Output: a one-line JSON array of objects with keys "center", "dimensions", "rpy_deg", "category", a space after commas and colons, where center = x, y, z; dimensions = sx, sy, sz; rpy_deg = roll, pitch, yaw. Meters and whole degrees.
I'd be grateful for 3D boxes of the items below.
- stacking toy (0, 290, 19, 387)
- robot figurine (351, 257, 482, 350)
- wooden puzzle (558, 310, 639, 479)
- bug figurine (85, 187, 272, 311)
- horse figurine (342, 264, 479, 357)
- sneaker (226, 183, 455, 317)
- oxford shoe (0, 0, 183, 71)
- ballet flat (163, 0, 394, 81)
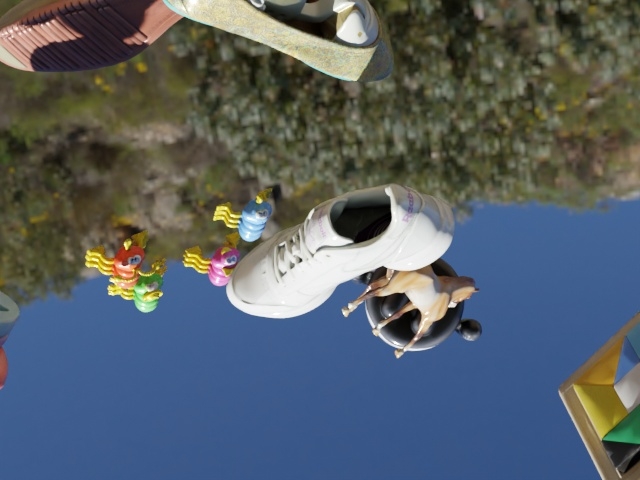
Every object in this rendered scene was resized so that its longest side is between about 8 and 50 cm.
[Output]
[{"center": [-0.534, 0.100, 1.527], "dimensions": [0.309, 0.130, 0.279], "rpy_deg": [17, -164, -20], "category": "stacking toy"}, {"center": [0.163, 0.105, 2.096], "dimensions": [0.173, 0.209, 0.278], "rpy_deg": [-24, 174, 0], "category": "robot figurine"}, {"center": [0.419, 0.197, 1.577], "dimensions": [0.044, 0.221, 0.239], "rpy_deg": [28, -154, -27], "category": "wooden puzzle"}, {"center": [-0.185, 0.025, 1.684], "dimensions": [0.279, 0.216, 0.072], "rpy_deg": [-21, -111, -20], "category": "bug figurine"}, {"center": [0.133, 0.080, 1.867], "dimensions": [0.174, 0.263, 0.066], "rpy_deg": [-39, -135, 9], "category": "horse figurine"}, {"center": [0.000, 0.000, 1.437], "dimensions": [0.305, 0.114, 0.152], "rpy_deg": [-23, 153, 25], "category": "sneaker"}, {"center": [-0.271, -0.344, 1.618], "dimensions": [0.397, 0.140, 0.147], "rpy_deg": [-18, -117, 14], "category": "oxford shoe"}, {"center": [-0.021, -0.275, 1.404], "dimensions": [0.348, 0.123, 0.123], "rpy_deg": [14, -174, -36], "category": "ballet flat"}]
